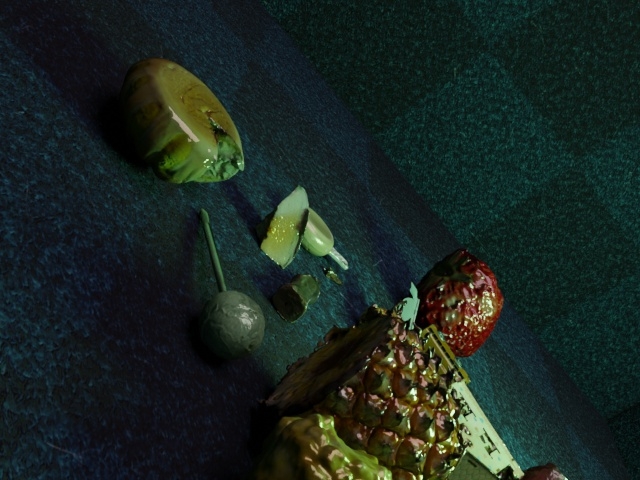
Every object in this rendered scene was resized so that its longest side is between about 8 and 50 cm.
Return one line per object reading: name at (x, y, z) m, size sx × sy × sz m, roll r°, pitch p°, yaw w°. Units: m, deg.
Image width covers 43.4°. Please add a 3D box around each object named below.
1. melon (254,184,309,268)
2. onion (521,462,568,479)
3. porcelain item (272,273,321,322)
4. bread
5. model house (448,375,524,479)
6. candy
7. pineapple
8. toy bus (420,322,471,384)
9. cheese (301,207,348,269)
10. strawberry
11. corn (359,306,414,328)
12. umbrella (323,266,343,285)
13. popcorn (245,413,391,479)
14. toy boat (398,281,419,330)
melon at (-0.104, -0.044, 1.936) m, size 0.093 × 0.203 × 0.139 m, roll 15°, pitch 4°, yaw -34°
onion at (0.334, 0.575, 1.438) m, size 0.347 × 0.385 × 0.348 m, roll 30°, pitch -16°, yaw 9°
porcelain item at (-0.043, 0.115, 1.844) m, size 0.081 × 0.069 × 0.215 m, roll 50°, pitch 20°, yaw 0°
bread at (-0.306, -0.241, 1.693) m, size 0.333 × 0.160 × 0.333 m, roll 48°, pitch 18°, yaw -20°
model house at (0.319, 0.502, 1.927) m, size 0.244 × 0.169 × 0.326 m, roll 0°, pitch 54°, yaw -59°
candy at (-0.197, 0.067, 1.554) m, size 0.119 × 0.119 × 0.440 m, roll 41°, pitch 14°, yaw -35°
pineapple at (0.097, 0.305, 1.427) m, size 0.300 × 0.352 × 0.352 m, roll 50°, pitch 19°, yaw -14°
toy bus at (0.334, 0.348, 2.302) m, size 0.201 × 0.098 × 0.114 m, roll 57°, pitch 19°, yaw 12°
cheese at (0.000, 0.000, 2.164) m, size 0.227 × 0.064 × 0.137 m, roll 46°, pitch 22°, yaw -26°
strawberry at (0.435, 0.215, 2.482) m, size 0.310 × 0.291 × 0.292 m, roll 52°, pitch 19°, yaw -4°
corn at (0.185, 0.232, 2.174) m, size 0.248 × 0.081 × 0.081 m, roll 25°, pitch 34°, yaw -54°
umbrella at (0.034, 0.096, 2.148) m, size 0.083 × 0.020 × 0.031 m, roll 47°, pitch 20°, yaw -35°
popcorn at (-0.002, 0.405, 1.187) m, size 0.250 × 0.242 × 0.235 m, roll 36°, pitch 7°, yaw -16°
toy boat at (0.233, 0.235, 2.119) m, size 0.220 × 0.067 × 0.291 m, roll 56°, pitch 42°, yaw -36°
